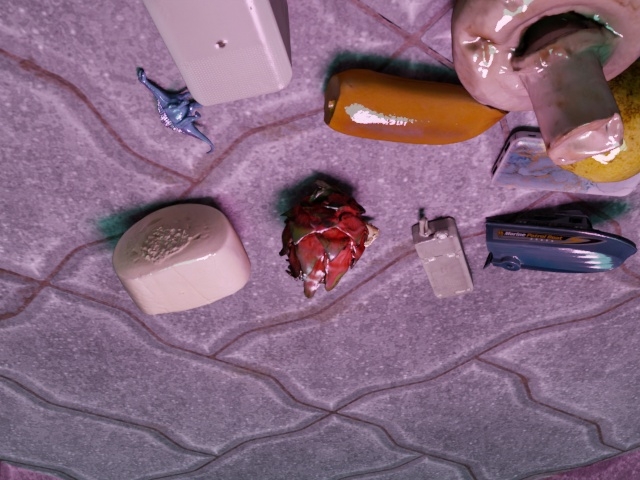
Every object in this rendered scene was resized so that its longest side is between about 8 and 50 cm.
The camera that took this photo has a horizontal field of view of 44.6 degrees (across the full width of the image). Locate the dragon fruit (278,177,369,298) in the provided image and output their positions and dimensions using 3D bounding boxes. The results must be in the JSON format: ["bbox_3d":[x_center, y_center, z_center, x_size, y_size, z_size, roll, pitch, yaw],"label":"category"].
[{"bbox_3d":[0.006,-0.007,1.493,0.182,0.182,0.188,26,127,-34],"label":"dragon fruit"}]

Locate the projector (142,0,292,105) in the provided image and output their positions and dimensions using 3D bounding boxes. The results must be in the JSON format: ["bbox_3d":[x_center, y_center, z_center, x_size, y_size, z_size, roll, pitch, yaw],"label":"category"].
[{"bbox_3d":[-0.134,-0.327,1.038,0.163,0.177,0.242,-12,144,9],"label":"projector"}]

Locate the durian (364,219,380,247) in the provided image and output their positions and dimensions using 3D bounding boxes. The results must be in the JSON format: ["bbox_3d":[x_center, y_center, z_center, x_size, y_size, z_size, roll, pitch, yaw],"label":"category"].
[{"bbox_3d":[0.056,-0.009,1.583,0.130,0.066,0.052,-26,139,15],"label":"durian"}]

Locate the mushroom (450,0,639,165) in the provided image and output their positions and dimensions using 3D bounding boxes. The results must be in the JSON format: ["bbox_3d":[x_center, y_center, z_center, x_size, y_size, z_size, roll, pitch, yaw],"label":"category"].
[{"bbox_3d":[0.322,-0.259,1.068,0.292,0.290,0.293,-4,148,-3],"label":"mushroom"}]

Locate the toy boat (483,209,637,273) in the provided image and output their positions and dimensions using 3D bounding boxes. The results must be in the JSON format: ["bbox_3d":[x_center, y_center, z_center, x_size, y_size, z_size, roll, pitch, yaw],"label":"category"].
[{"bbox_3d":[0.479,0.006,1.572,0.296,0.122,0.114,3,152,25],"label":"toy boat"}]

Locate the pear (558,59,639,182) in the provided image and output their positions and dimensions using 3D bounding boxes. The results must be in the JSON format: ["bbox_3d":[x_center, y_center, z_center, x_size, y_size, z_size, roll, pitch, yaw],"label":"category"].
[{"bbox_3d":[0.459,-0.197,1.247,0.197,0.197,0.197,-2,144,-1],"label":"pear"}]

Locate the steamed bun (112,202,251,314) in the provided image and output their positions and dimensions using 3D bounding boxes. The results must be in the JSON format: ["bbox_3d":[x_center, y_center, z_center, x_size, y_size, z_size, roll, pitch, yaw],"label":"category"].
[{"bbox_3d":[-0.272,0.034,1.544,0.250,0.155,0.200,-15,146,5],"label":"steamed bun"}]

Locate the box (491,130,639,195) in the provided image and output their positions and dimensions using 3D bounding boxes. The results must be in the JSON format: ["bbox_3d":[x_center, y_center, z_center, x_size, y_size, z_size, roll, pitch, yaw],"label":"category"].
[{"bbox_3d":[0.471,-0.141,1.452,0.285,0.044,0.142,3,148,-8],"label":"box"}]

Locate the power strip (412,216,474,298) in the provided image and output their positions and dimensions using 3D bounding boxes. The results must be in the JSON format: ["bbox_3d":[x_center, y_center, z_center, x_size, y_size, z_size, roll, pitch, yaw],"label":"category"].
[{"bbox_3d":[0.258,0.028,1.658,0.093,0.053,0.288,-12,143,14],"label":"power strip"}]

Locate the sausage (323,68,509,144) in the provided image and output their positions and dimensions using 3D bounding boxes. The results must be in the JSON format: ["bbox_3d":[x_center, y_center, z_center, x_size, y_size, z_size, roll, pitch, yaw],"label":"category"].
[{"bbox_3d":[0.168,-0.212,1.284,0.328,0.112,0.112,4,143,-13],"label":"sausage"}]

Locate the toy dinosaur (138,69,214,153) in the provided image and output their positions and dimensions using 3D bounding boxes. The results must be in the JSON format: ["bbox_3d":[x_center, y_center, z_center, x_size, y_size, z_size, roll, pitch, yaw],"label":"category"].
[{"bbox_3d":[-0.231,-0.214,1.301,0.080,0.045,0.197,-10,138,31],"label":"toy dinosaur"}]
